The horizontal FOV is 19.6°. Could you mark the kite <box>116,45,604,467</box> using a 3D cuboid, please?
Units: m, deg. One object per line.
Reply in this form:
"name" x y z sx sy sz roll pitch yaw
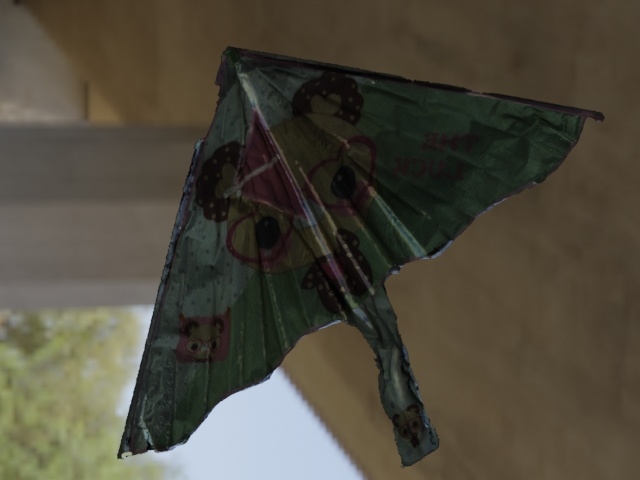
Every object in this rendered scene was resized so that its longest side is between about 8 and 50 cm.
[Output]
"kite" 0.000 0.000 0.970 0.323 0.013 0.267 -38 -121 18
